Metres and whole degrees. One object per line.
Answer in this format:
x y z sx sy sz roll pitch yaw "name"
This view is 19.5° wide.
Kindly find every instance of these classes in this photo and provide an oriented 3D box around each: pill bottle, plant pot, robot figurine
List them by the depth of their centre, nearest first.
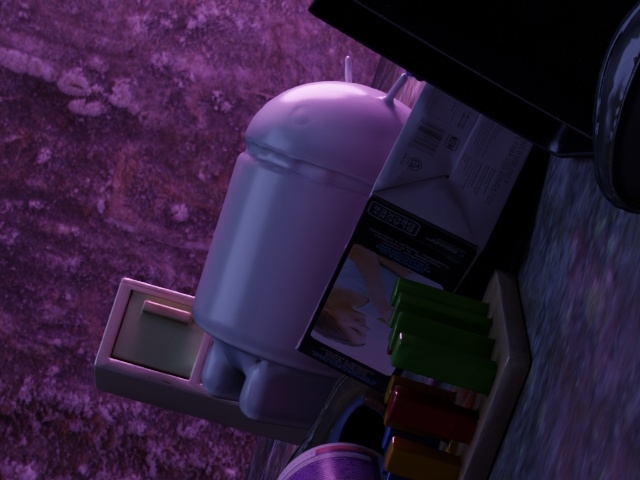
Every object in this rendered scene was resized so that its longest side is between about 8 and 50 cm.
0.116 -0.167 1.097 0.167 0.188 0.187 -61 4 0 "plant pot"
0.016 0.214 1.273 0.193 0.108 0.108 -93 21 -81 "pill bottle"
0.000 0.000 1.781 0.300 0.200 0.353 24 98 49 "robot figurine"

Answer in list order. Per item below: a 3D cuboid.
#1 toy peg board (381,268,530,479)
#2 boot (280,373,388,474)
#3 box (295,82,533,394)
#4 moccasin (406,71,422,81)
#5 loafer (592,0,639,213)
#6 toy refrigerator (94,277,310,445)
0.069 0.108 1.215 0.161 0.079 0.160 -82 10 -71 "toy peg board"
0.007 0.214 1.624 0.106 0.082 0.219 -81 10 -83 "boot"
0.077 -0.017 1.401 0.169 0.087 0.290 -63 -1 -28 "box"
0.117 -0.196 1.592 0.342 0.117 0.137 -92 20 -79 "moccasin"
0.167 -0.088 0.826 0.061 0.062 0.170 -105 31 -74 "loafer"
-0.089 0.130 1.914 0.094 0.270 0.102 102 -176 -68 "toy refrigerator"
